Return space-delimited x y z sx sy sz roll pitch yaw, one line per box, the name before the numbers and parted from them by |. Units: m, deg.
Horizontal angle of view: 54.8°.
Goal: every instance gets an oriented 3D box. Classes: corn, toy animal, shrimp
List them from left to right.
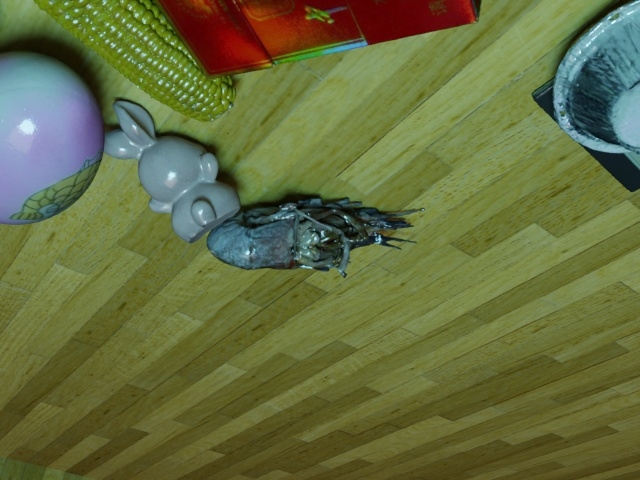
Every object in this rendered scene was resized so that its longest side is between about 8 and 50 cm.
corn | -0.214 -0.236 0.688 0.101 0.102 0.313 -22 136 27
toy animal | -0.206 -0.105 0.864 0.124 0.124 0.213 -31 99 34
shrimp | -0.001 -0.006 0.949 0.342 0.117 0.145 -4 -176 -12

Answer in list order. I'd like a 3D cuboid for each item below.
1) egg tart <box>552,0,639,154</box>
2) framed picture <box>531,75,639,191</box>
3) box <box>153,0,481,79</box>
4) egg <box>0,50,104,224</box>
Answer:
egg tart | 0.393 -0.178 0.716 0.234 0.094 0.234 3 143 2
framed picture | 0.481 -0.207 0.759 0.265 0.016 0.347 30 134 -29
box | -0.023 -0.277 0.586 0.313 0.089 0.197 -3 144 28
egg | -0.365 -0.122 0.745 0.196 0.196 0.271 16 160 -17
